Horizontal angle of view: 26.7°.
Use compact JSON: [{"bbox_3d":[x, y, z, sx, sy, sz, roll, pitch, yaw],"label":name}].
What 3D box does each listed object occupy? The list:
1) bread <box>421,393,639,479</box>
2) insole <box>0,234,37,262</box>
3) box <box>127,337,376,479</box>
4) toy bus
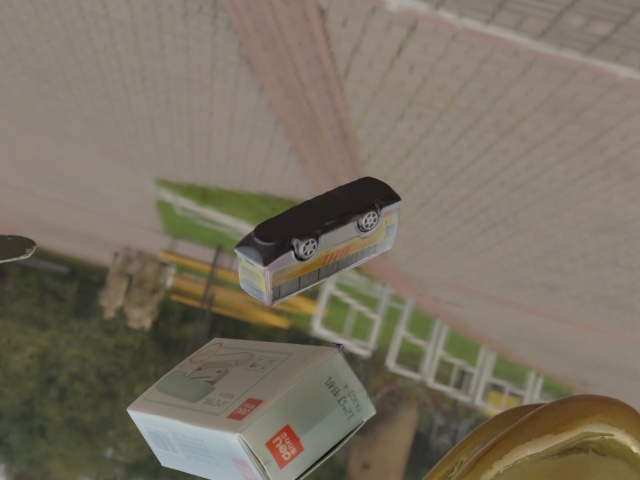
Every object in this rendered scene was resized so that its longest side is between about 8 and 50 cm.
[{"bbox_3d":[0.185,0.283,1.306,0.211,0.316,0.270,37,169,29],"label":"bread"},{"bbox_3d":[-0.570,0.017,2.134,0.248,0.081,0.011,0,125,12],"label":"insole"},{"bbox_3d":[-0.071,0.164,1.307,0.269,0.135,0.079,-2,123,60],"label":"box"},{"bbox_3d":[0.000,0.000,1.274,0.172,0.072,0.057,-24,-142,-34],"label":"toy bus"}]
